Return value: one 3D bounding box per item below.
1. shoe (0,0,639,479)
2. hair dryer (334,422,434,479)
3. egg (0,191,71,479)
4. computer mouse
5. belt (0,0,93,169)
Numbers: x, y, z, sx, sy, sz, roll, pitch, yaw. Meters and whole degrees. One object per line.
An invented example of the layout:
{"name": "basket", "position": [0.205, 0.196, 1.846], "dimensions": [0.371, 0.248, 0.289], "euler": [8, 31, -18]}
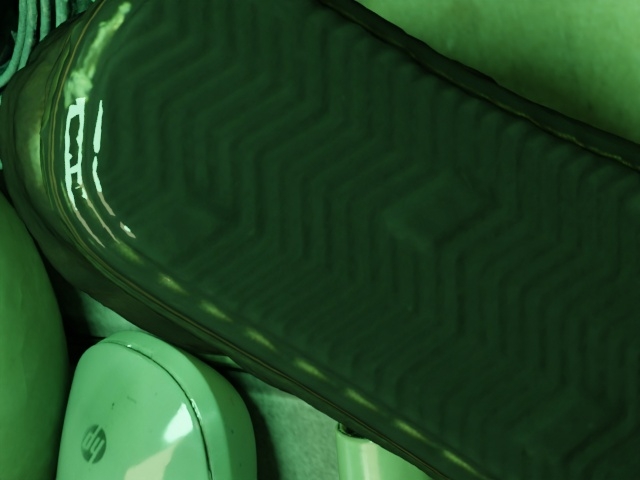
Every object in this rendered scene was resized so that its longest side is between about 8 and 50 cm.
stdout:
{"name": "shoe", "position": [0.043, 0.010, 0.652], "dimensions": [0.384, 0.171, 0.237], "euler": [25, 176, -18]}
{"name": "hair dryer", "position": [0.011, 0.213, 0.928], "dimensions": [0.298, 0.119, 0.296], "euler": [36, 131, 38]}
{"name": "egg", "position": [-0.300, 0.088, 0.994], "dimensions": [0.258, 0.258, 0.352], "euler": [18, 121, 34]}
{"name": "computer mouse", "position": [-0.124, 0.202, 0.972], "dimensions": [0.159, 0.097, 0.288], "euler": [20, 108, 41]}
{"name": "belt", "position": [-0.192, -0.166, 0.826], "dimensions": [0.206, 0.116, 0.267], "euler": [6, 118, 36]}
